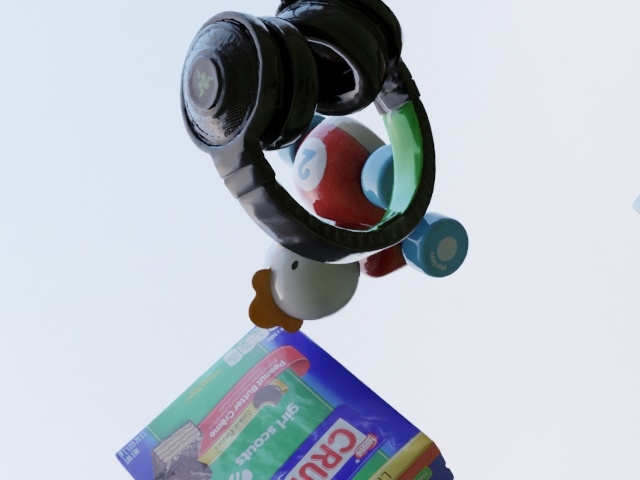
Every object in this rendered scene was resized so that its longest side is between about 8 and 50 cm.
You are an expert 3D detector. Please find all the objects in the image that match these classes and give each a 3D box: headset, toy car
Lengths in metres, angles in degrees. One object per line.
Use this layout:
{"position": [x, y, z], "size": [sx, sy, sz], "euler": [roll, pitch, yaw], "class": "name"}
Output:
{"position": [-0.046, -0.160, 1.236], "size": [0.243, 0.185, 0.394], "euler": [-32, -83, -43], "class": "headset"}
{"position": [0.000, 0.000, 1.486], "size": [0.238, 0.219, 0.210], "euler": [-44, -54, -15], "class": "toy car"}

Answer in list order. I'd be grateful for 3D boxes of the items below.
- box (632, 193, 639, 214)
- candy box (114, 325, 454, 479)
{"position": [0.604, 0.051, 1.806], "size": [0.322, 0.232, 0.058], "euler": [28, -73, -25], "class": "box"}
{"position": [-0.043, 0.267, 1.486], "size": [0.268, 0.317, 0.122], "euler": [-43, -45, -11], "class": "candy box"}
